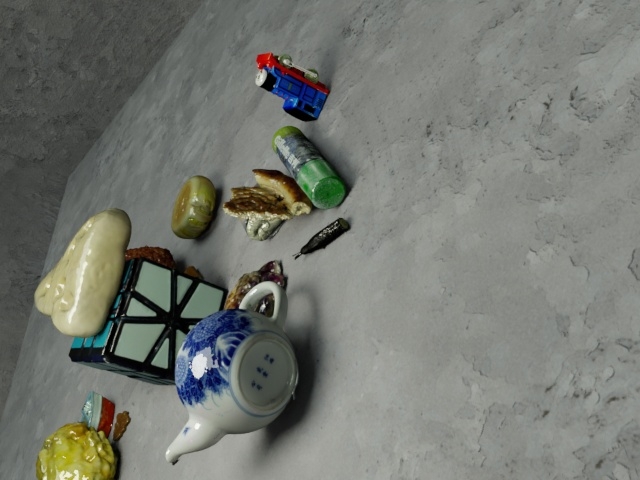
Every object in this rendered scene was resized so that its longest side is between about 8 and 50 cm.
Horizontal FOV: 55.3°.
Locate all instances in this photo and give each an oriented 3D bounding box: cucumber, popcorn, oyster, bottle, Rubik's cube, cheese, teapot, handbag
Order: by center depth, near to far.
[{"bbox_3d":[-0.190,0.266,1.273,0.280,0.252,0.424,-8,49,48],"label":"teapot"},{"bbox_3d":[0.000,0.000,1.400,0.163,0.043,0.039,-38,83,38],"label":"cucumber"},{"bbox_3d":[-0.191,0.183,1.482,0.275,0.100,0.271,-56,18,19],"label":"oyster"},{"bbox_3d":[-0.034,-0.188,1.521,0.093,0.093,0.330,-54,34,14],"label":"bottle"},{"bbox_3d":[-0.612,0.061,1.596,0.351,0.130,0.328,14,81,55],"label":"cheese"},{"bbox_3d":[-0.162,-0.073,1.620,0.117,0.095,0.173,-55,31,11],"label":"handbag"},{"bbox_3d":[-0.468,0.227,1.661,0.283,0.293,0.288,-14,55,53],"label":"Rubik's cube"},{"bbox_3d":[-0.706,0.674,1.750,0.252,0.215,0.286,-45,41,16],"label":"popcorn"}]

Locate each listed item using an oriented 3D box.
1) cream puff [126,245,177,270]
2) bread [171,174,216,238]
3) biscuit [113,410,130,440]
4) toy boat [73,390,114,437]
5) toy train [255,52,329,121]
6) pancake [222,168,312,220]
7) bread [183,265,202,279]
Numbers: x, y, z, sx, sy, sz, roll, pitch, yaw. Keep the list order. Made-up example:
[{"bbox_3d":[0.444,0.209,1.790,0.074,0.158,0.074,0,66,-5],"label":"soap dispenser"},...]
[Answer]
[{"bbox_3d":[-0.606,0.165,1.950,0.350,0.229,0.350,-32,43,36],"label":"cream puff"},{"bbox_3d":[-0.402,-0.101,1.959,0.213,0.105,0.213,-31,48,42],"label":"bread"},{"bbox_3d":[-0.608,0.566,1.863,0.082,0.016,0.092,-4,66,48],"label":"biscuit"},{"bbox_3d":[-0.769,0.637,1.930,0.145,0.133,0.331,14,79,57],"label":"toy boat"},{"bbox_3d":[-0.082,-0.417,1.647,0.083,0.204,0.131,21,90,57],"label":"toy train"},{"bbox_3d":[-0.120,-0.122,1.547,0.257,0.056,0.212,4,34,16],"label":"pancake"},{"bbox_3d":[-0.389,0.111,1.857,0.047,0.036,0.083,-57,35,4],"label":"bread"}]
